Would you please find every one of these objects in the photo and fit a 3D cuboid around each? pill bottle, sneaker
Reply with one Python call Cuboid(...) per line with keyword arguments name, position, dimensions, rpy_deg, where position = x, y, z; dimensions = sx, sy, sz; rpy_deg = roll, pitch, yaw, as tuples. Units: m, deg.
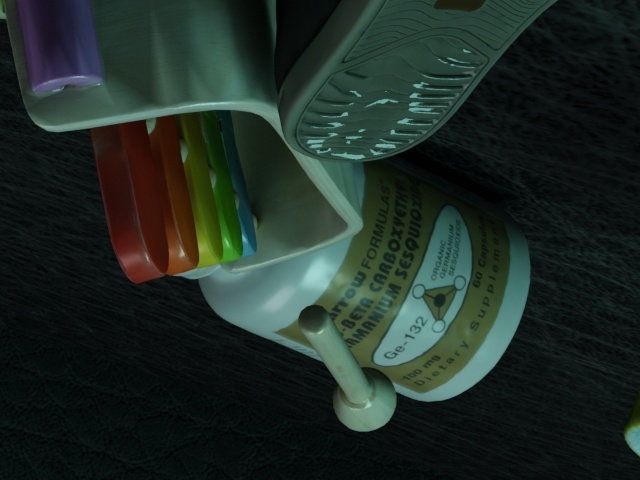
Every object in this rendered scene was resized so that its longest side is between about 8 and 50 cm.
Cuboid(name="pill bottle", position=(0.000, 0.000, 1.058), dimensions=(0.229, 0.131, 0.131), rpy_deg=(24, 165, -32))
Cuboid(name="sneaker", position=(0.040, -0.131, 0.576), dimensions=(0.083, 0.118, 0.222), rpy_deg=(6, 147, -35))

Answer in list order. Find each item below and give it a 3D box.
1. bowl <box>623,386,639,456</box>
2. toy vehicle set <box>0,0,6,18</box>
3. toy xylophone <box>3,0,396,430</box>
Cuboid(name="bowl", position=(0.301, 0.057, 0.855), dimensions=(0.289, 0.156, 0.289), rpy_deg=(15, 167, 4))
Cuboid(name="toy vehicle set", position=(-0.226, -0.160, 0.873), dimensions=(0.266, 0.035, 0.166), rpy_deg=(8, 165, 33))
Cuboid(name="toy xylophone", position=(-0.040, -0.045, 0.741), dimensions=(0.081, 0.236, 0.323), rpy_deg=(-13, 159, 7))
